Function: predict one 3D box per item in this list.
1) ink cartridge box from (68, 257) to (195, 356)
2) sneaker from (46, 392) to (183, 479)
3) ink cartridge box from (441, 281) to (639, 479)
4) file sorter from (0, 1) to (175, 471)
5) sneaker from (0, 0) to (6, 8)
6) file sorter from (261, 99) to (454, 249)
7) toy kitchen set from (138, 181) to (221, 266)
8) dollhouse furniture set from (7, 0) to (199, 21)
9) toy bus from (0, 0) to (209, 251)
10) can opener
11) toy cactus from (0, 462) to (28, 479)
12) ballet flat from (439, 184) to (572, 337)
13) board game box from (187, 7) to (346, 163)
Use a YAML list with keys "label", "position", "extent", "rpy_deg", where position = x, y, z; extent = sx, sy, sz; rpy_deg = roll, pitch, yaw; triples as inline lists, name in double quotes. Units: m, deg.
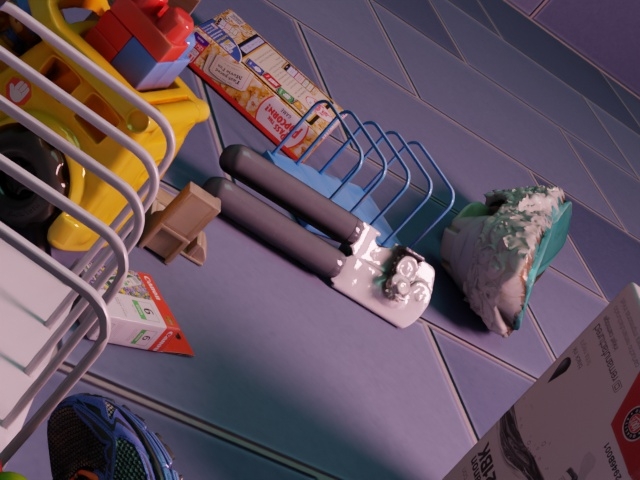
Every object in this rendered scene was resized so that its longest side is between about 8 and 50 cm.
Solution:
- label: "ink cartridge box"
  position: [-0.142, 0.053, 1.117]
  extent: [0.115, 0.029, 0.063]
  rpy_deg: [16, 33, -49]
- label: "sneaker"
  position: [-0.122, 0.183, 0.791]
  extent: [0.087, 0.083, 0.221]
  rpy_deg: [12, 49, -40]
- label: "ink cartridge box"
  position: [0.213, 0.200, 1.127]
  extent: [0.114, 0.273, 0.197]
  rpy_deg: [31, 23, -18]
- label: "file sorter"
  position: [-0.219, -0.008, 0.904]
  extent: [0.193, 0.173, 0.277]
  rpy_deg: [36, 22, -14]
- label: "sneaker"
  position: [-0.334, -0.154, 0.841]
  extent: [0.330, 0.129, 0.147]
  rpy_deg: [-14, 26, -13]
- label: "file sorter"
  position: [0.045, -0.067, 1.573]
  extent: [0.170, 0.104, 0.118]
  rpy_deg: [19, 31, -45]
- label: "toy kitchen set"
  position: [-0.109, -0.023, 1.256]
  extent: [0.068, 0.075, 0.083]
  rpy_deg: [34, 27, -23]
- label: "dollhouse furniture set"
  position: [-0.276, -0.298, 1.187]
  extent: [0.394, 0.362, 0.256]
  rpy_deg: [40, 63, -7]
- label: "toy bus"
  position: [-0.197, -0.134, 1.133]
  extent: [0.220, 0.211, 0.149]
  rpy_deg: [44, 23, 9]
- label: "can opener"
  position: [0.000, 0.000, 1.439]
  extent: [0.280, 0.074, 0.093]
  rpy_deg: [32, -11, -28]
- label: "toy cactus"
  position: [-0.183, 0.160, 0.672]
  extent: [0.180, 0.112, 0.219]
  rpy_deg: [53, 11, 13]
- label: "ballet flat"
  position: [0.212, 0.014, 1.723]
  extent: [0.147, 0.147, 0.409]
  rpy_deg: [44, 18, 4]
- label: "board game box"
  position: [-0.066, -0.183, 1.680]
  extent: [0.193, 0.045, 0.147]
  rpy_deg: [42, 21, -2]
